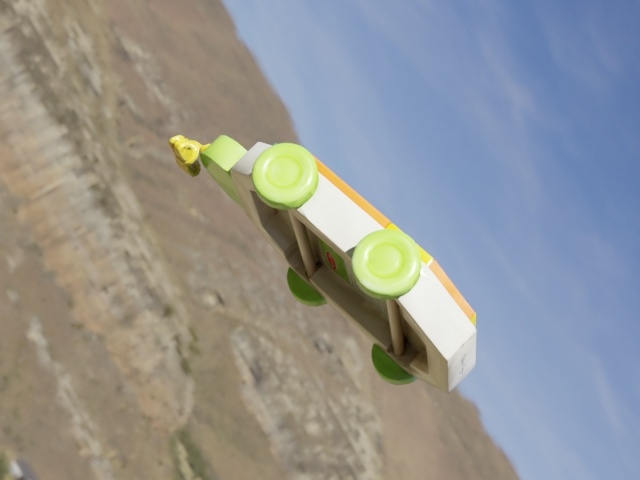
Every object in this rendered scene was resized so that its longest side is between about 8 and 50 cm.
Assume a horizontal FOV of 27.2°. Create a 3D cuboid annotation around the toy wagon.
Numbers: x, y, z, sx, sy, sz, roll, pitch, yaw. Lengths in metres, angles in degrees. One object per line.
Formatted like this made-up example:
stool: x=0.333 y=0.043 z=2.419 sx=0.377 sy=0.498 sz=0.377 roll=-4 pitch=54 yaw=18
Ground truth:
toy wagon: x=0.000 y=0.000 z=1.205 sx=0.344 sy=0.068 sz=0.267 roll=42 pitch=-13 yaw=19
